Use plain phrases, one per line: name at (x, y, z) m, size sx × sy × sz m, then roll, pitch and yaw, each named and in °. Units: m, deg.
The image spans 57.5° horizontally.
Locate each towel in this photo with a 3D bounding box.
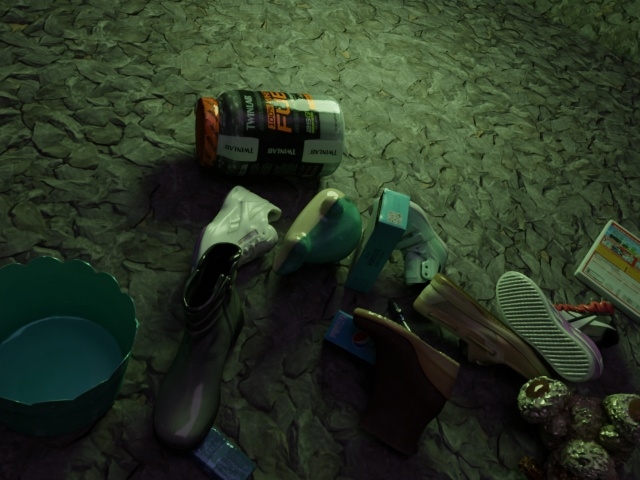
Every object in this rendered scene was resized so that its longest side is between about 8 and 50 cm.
towel at (-0.175, 0.385, 1.028) m, size 0.119 × 0.029 × 0.067 m, roll 37°, pitch 51°, yaw 12°

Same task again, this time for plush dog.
plush dog at (0.521, 0.424, 1.168) m, size 0.262 × 0.211 × 0.226 m, roll 8°, pitch 61°, yaw 24°

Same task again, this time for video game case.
video game case at (0.843, 0.078, 1.619) m, size 0.204 × 0.025 × 0.285 m, roll 40°, pitch 52°, yaw 14°

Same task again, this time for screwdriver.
screwdriver at (0.185, 0.186, 1.277) m, size 0.025 × 0.024 × 0.170 m, roll 18°, pitch 26°, yaw -26°

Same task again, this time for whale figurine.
whale figurine at (0.000, 0.000, 1.273) m, size 0.141 × 0.216 × 0.272 m, roll 38°, pitch 32°, yaw 3°

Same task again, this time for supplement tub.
supplement tub at (-0.127, -0.260, 1.431) m, size 0.337 × 0.207 × 0.207 m, roll -2°, pitch 54°, yaw -20°

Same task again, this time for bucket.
bucket at (-0.455, 0.184, 0.990) m, size 0.281 × 0.183 × 0.281 m, roll 10°, pitch 51°, yaw -12°

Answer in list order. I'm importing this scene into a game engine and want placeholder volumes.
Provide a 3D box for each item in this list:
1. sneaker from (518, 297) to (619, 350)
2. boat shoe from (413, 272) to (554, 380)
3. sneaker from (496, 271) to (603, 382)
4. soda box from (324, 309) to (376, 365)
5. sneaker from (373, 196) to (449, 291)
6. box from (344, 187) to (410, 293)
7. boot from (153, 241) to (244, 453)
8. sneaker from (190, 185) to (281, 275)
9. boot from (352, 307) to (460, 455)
sneaker at (0.585, 0.214, 1.376) m, size 0.275 × 0.098 × 0.135 m, roll -2°, pitch 60°, yaw -15°
boat shoe at (0.360, 0.218, 1.296) m, size 0.341 × 0.110 × 0.121 m, roll 40°, pitch 7°, yaw 5°
sneaker at (0.507, 0.193, 1.291) m, size 0.161 × 0.102 × 0.282 m, roll 12°, pitch 40°, yaw -48°
soda box at (0.115, 0.221, 1.213) m, size 0.210 × 0.071 × 0.067 m, roll 28°, pitch 86°, yaw 4°
sneaker at (0.208, 0.015, 1.350) m, size 0.256 × 0.094 × 0.151 m, roll 42°, pitch 45°, yaw -25°
box at (0.122, 0.007, 1.283) m, size 0.060 × 0.244 × 0.101 m, roll 18°, pitch 50°, yaw -4°
boot at (-0.223, 0.178, 1.038) m, size 0.118 × 0.223 × 0.338 m, roll 9°, pitch 49°, yaw 2°
sneaker at (-0.179, 0.003, 1.268) m, size 0.152 × 0.114 × 0.305 m, roll 23°, pitch 50°, yaw 1°
boot at (0.127, 0.270, 1.126) m, size 0.248 × 0.090 × 0.207 m, roll 33°, pitch 85°, yaw 0°
